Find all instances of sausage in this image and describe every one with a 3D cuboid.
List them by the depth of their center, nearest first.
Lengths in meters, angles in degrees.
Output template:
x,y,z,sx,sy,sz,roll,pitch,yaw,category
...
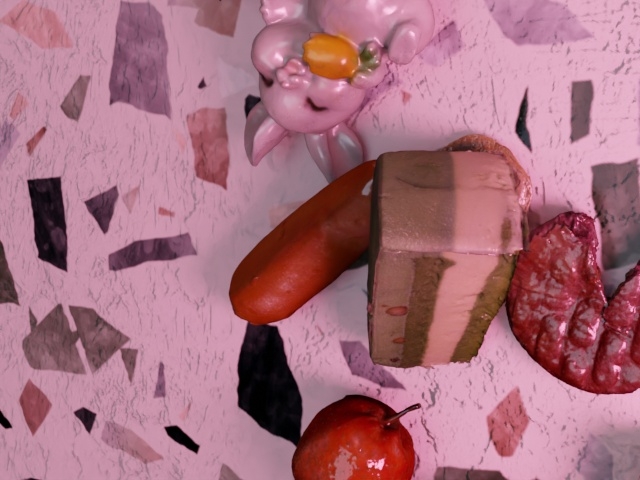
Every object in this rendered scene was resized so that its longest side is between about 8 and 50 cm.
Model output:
x,y,z,sx,sy,sz,roll,pitch,yaw,category
0.000,0.000,1.172,0.348,0.097,0.094,-41,45,33,sausage

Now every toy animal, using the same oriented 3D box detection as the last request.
x,y,z,sx,sy,sz,roll,pitch,yaw,category
0.017,-0.214,1.104,0.208,0.154,0.325,19,131,6,toy animal

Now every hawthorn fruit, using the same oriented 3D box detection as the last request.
x,y,z,sx,sy,sz,roll,pitch,yaw,category
0.057,0.269,1.165,0.157,0.157,0.194,45,108,17,hawthorn fruit

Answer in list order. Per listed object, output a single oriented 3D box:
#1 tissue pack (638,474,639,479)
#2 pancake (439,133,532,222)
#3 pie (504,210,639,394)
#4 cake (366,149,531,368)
x,y,z,sx,sy,sz,roll,pitch,yaw,category
0.390,0.297,0.987,0.099,0.106,0.148,17,108,29,tissue pack
0.187,-0.059,1.096,0.139,0.022,0.139,6,102,32,pancake
0.313,0.069,1.026,0.219,0.054,0.204,32,114,21,pie
0.132,0.021,1.071,0.158,0.172,0.283,2,146,0,cake
